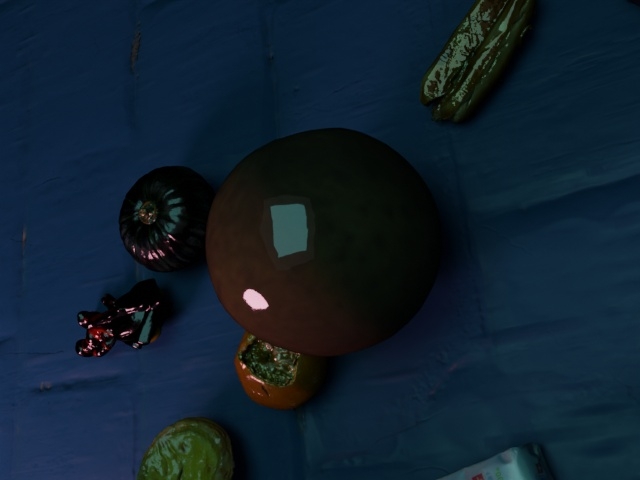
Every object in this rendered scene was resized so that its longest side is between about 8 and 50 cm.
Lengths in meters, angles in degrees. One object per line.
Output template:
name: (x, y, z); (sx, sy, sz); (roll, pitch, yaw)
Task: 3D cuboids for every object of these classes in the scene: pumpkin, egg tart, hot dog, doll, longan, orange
pumpkin: (-0.275, -0.040, 1.433); (0.202, 0.140, 0.202); (-10, 71, 31)
egg tart: (-0.211, 0.381, 1.292); (0.191, 0.074, 0.191); (-14, 55, 21)
hot dog: (0.252, -0.299, 1.236); (0.109, 0.072, 0.269); (40, 99, 31)
doll: (-0.360, 0.146, 1.467); (0.248, 0.088, 0.127); (-25, 84, 33)
longan: (0.000, 0.000, 1.130); (0.361, 0.361, 0.361); (-9, 71, 28)
orange: (-0.064, 0.187, 1.243); (0.154, 0.134, 0.155); (-9, 74, 35)

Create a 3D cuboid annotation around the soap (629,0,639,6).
soap: (0.525, -0.413, 1.110); (0.122, 0.065, 0.203); (41, 97, 33)

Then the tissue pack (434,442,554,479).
tissue pack: (0.247, 0.414, 1.013); (0.177, 0.089, 0.263); (-32, 61, 22)
